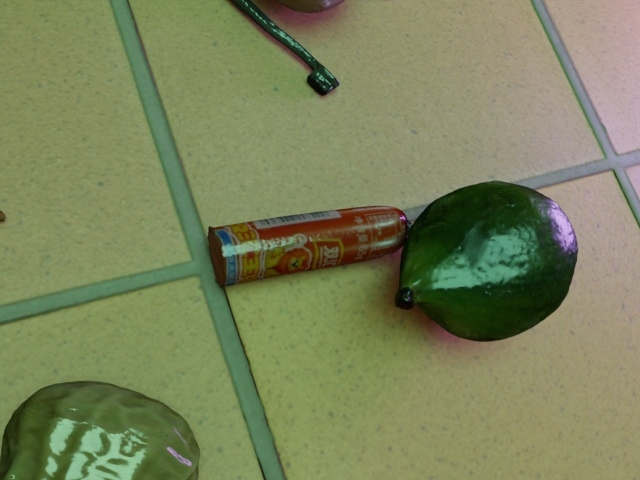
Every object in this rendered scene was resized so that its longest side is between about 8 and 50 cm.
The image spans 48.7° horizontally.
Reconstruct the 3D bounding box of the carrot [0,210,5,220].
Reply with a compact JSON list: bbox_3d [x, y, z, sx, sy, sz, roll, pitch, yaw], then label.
[{"bbox_3d":[-0.423,-0.046,0.781,0.142,0.035,0.035,11,68,-19],"label":"carrot"}]

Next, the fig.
[{"bbox_3d":[0.168,0.022,0.837,0.235,0.203,0.203,0,69,-41],"label":"fig"}]

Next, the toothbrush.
[{"bbox_3d":[-0.088,-0.312,0.985,0.297,0.030,0.030,44,74,1],"label":"toothbrush"}]

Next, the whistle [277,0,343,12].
[{"bbox_3d":[-0.060,-0.430,0.988,0.348,0.189,0.189,28,63,18],"label":"whistle"}]

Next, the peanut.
[{"bbox_3d":[-0.229,0.258,0.691,0.197,0.110,0.233,20,64,-10],"label":"peanut"}]

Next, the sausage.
[{"bbox_3d":[0.000,0.000,0.878,0.274,0.074,0.074,-9,74,-22],"label":"sausage"}]
